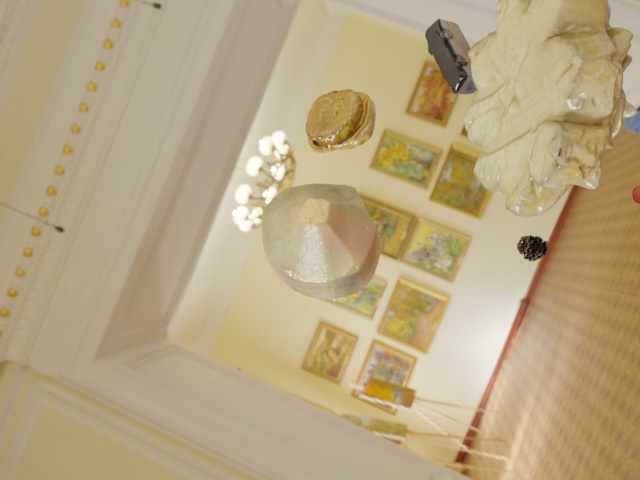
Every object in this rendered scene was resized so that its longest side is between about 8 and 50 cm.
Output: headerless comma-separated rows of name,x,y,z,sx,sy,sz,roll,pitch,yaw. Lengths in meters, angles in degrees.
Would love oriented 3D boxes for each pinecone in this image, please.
pinecone,0.580,0.018,1.688,0.077,0.083,0.077,-43,23,24

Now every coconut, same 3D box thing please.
coconut,0.000,0.000,1.151,0.237,0.237,0.197,87,-164,-69

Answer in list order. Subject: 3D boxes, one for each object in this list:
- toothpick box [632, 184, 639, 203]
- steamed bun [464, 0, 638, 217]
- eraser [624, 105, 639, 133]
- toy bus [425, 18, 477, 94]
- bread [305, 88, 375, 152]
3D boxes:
toothpick box,0.784,-0.110,1.463,0.047,0.083,0.047,177,90,-66
steamed bun,0.292,-0.189,0.773,0.295,0.137,0.292,-105,18,-58
eraser,0.749,-0.271,1.225,0.312,0.144,0.042,99,-177,-81
toy bus,0.265,-0.362,1.216,0.057,0.072,0.172,-57,42,48
bread,0.059,-0.373,1.921,0.120,0.236,0.198,38,-126,-49
